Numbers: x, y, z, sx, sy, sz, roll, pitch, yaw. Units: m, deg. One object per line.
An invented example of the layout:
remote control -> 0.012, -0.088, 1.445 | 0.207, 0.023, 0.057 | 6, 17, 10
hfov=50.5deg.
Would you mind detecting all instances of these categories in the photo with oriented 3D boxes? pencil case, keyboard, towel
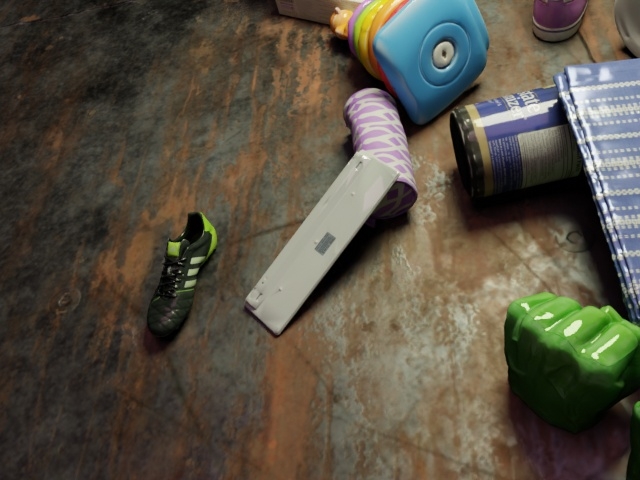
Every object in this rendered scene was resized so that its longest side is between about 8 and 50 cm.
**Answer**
pencil case -> 0.077, -0.124, 0.949 | 0.088, 0.086, 0.206 | -37, 40, 31
keyboard -> 0.000, 0.000, 0.863 | 0.072, 0.014, 0.256 | 37, 90, 29
towel -> 0.403, -0.070, 0.718 | 0.243, 0.040, 0.336 | -6, 59, 4

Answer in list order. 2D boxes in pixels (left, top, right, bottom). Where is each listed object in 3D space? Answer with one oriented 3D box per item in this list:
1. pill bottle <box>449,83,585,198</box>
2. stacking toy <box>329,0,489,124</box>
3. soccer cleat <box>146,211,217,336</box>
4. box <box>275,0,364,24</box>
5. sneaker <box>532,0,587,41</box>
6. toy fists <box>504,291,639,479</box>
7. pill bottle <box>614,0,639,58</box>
pill bottle -> 0.287, -0.135, 0.871 | 0.219, 0.122, 0.122 | -13, 50, 6
stacking toy -> 0.104, -0.322, 1.071 | 0.166, 0.175, 0.302 | -43, 38, -6
soccer cleat -> -0.190, 0.041, 0.900 | 0.060, 0.072, 0.178 | 5, 55, 20
box -> 0.060, -0.416, 1.194 | 0.324, 0.067, 0.063 | 22, 61, 30
sneaker -> 0.396, -0.468, 1.079 | 0.102, 0.161, 0.282 | 2, 52, 20
toy fists -> 0.291, 0.150, 0.632 | 0.096, 0.142, 0.279 | -38, 53, -15
pill bottle -> 0.559, -0.362, 0.963 | 0.246, 0.136, 0.136 | -31, 51, -10
